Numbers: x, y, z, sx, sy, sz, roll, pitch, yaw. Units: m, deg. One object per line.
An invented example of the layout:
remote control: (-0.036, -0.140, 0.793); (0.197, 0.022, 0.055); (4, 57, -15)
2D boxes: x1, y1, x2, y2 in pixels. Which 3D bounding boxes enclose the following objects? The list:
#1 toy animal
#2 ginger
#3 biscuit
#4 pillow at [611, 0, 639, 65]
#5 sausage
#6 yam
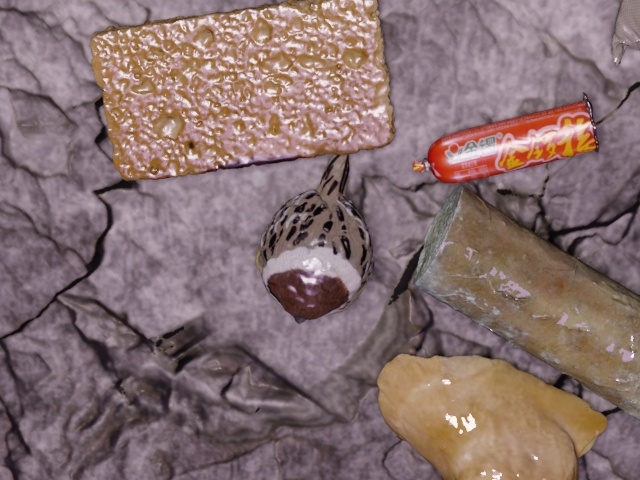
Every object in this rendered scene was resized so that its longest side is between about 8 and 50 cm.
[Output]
toy animal: (0.000, 0.000, 1.025); (0.098, 0.098, 0.137); (15, 104, -2)
ginger: (0.127, 0.178, 1.075); (0.193, 0.123, 0.115); (22, 130, 1)
biscuit: (-0.060, -0.120, 1.020); (0.230, 0.025, 0.131); (-6, 109, 6)
pillow: (0.353, -0.155, 0.964); (0.255, 0.059, 0.169); (27, 107, -5)
sausage: (0.143, -0.075, 1.013); (0.145, 0.048, 0.050); (-12, 147, 10)
yam: (0.195, 0.057, 1.035); (0.259, 0.093, 0.093); (31, 109, -8)
